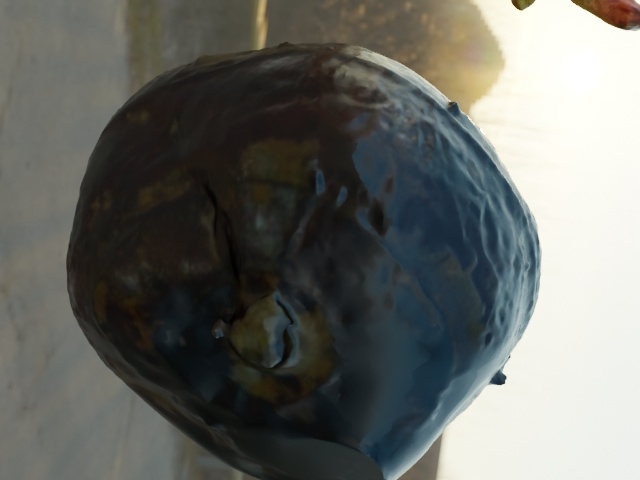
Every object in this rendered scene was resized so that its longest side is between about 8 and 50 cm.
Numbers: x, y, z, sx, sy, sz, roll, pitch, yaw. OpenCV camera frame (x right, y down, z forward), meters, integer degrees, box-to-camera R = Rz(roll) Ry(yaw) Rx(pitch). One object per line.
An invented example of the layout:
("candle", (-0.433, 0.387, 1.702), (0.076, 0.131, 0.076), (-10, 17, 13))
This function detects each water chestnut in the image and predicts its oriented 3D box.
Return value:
("water chestnut", (0.000, 0.000, 1.041), (0.347, 0.335, 0.335), (-54, 159, -47))

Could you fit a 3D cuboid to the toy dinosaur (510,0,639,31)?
("toy dinosaur", (0.114, -0.235, 0.914), (0.117, 0.288, 0.070), (-44, -167, 37))
